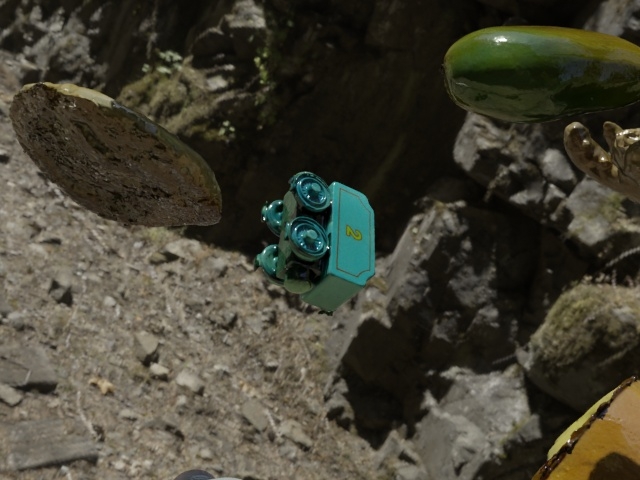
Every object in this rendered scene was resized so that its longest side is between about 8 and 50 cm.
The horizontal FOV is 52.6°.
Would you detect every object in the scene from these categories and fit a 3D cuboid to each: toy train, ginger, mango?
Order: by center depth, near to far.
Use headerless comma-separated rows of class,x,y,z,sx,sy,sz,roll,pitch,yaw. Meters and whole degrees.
mango,0.206,-0.154,0.601,0.191,0.085,0.122,-1,20,-15
ginger,0.345,-0.065,0.648,0.149,0.065,0.258,31,9,-7
toy train,0.000,0.000,0.966,0.163,0.112,0.203,22,51,-23

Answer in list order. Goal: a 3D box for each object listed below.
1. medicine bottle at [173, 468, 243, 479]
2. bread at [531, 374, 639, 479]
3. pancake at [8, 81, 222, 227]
medicine bottle,-0.117,0.285,0.641,0.119,0.069,0.183,-12,2,-18
bread,0.379,0.310,0.844,0.162,0.262,0.204,31,-24,39
pancake,-0.312,-0.117,0.987,0.356,0.065,0.356,18,-24,8
